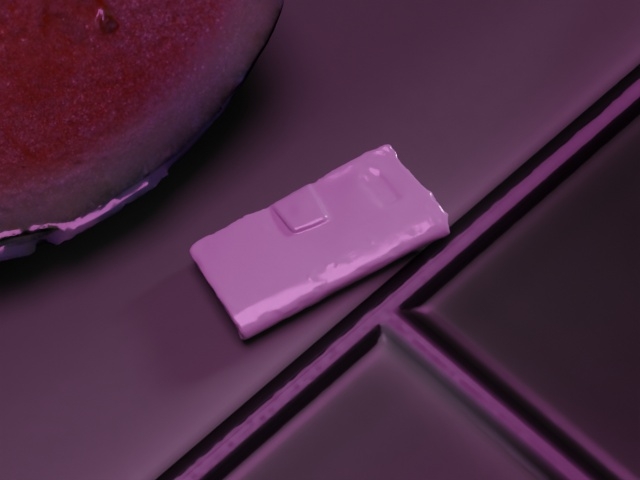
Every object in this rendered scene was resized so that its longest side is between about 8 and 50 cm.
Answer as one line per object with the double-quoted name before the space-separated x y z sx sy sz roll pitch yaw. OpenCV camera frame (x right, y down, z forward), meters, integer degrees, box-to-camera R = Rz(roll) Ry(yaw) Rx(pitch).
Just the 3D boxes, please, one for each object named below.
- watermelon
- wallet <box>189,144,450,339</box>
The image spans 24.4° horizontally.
"watermelon" -0.116 -0.061 0.522 0.146 0.128 0.231 43 82 -2
"wallet" 0.000 0.000 0.511 0.083 0.011 0.044 -28 58 -12
